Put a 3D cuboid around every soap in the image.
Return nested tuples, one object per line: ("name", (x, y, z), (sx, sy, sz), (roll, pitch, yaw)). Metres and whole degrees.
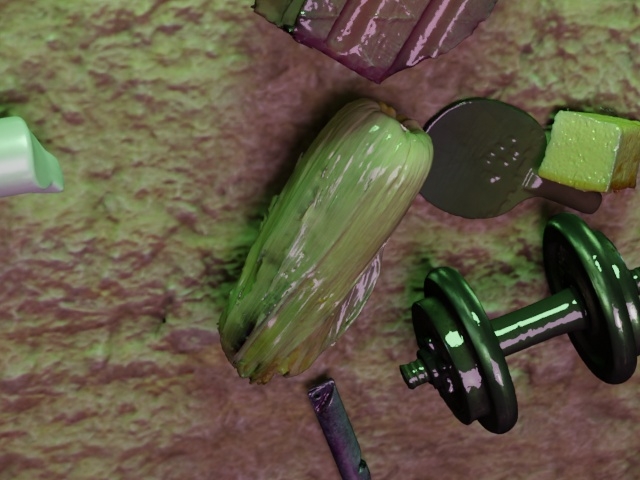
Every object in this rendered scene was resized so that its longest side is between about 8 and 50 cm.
("soap", (0.087, -0.285, 1.526), (0.182, 0.112, 0.289), (23, 103, -37))

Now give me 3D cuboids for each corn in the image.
("corn", (0.001, 0.002, 1.682), (0.305, 0.122, 0.123), (-61, 166, 19))

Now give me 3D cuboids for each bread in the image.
("bread", (0.293, -0.098, 1.793), (0.109, 0.080, 0.084), (-11, 116, -61))

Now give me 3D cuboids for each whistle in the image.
("whistle", (0.024, 0.221, 1.890), (0.033, 0.033, 0.176), (-25, 127, -6))

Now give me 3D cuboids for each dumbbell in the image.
("dumbbell", (0.220, 0.088, 1.787), (0.290, 0.192, 0.192), (-22, 126, -7))

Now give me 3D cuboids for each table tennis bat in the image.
("table tennis bat", (0.198, -0.072, 1.784), (0.234, 0.022, 0.131), (19, 110, -28))

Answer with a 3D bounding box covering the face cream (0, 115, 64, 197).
("face cream", (-0.405, -0.053, 1.476), (0.369, 0.145, 0.145), (-12, 124, -16))
